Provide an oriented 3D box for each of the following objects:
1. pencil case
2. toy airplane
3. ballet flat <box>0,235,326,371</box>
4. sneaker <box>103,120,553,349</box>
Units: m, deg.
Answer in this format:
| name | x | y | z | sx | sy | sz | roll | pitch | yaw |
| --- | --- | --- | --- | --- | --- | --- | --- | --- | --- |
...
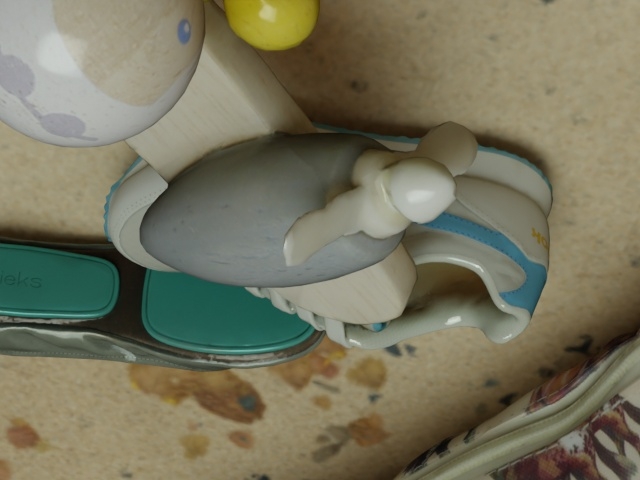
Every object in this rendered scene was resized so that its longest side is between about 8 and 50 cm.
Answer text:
| name | x | y | z | sx | sy | sz | roll | pitch | yaw |
| --- | --- | --- | --- | --- | --- | --- | --- | --- | --- |
| pencil case | 0.094 | 0.171 | 0.952 | 0.410 | 0.159 | 0.183 | -34 | 129 | 29 |
| toy airplane | -0.103 | -0.130 | 0.664 | 0.386 | 0.272 | 0.384 | 12 | 131 | -8 |
| ballet flat | -0.100 | 0.037 | 0.945 | 0.213 | 0.072 | 0.068 | 6 | 155 | 4 |
| sneaker | 0.000 | 0.000 | 0.868 | 0.229 | 0.092 | 0.087 | 2 | 140 | 8 |
